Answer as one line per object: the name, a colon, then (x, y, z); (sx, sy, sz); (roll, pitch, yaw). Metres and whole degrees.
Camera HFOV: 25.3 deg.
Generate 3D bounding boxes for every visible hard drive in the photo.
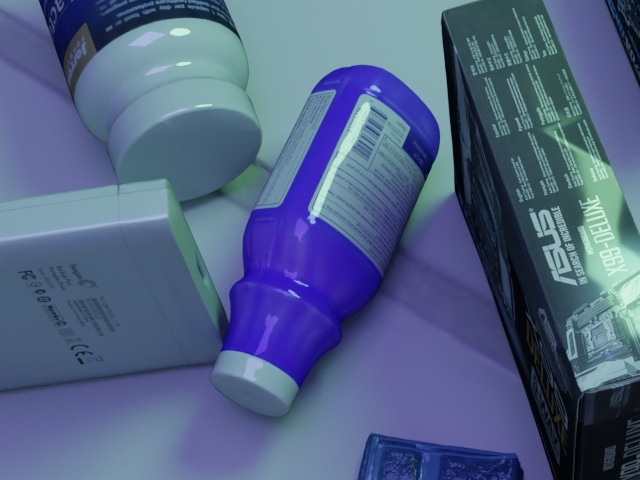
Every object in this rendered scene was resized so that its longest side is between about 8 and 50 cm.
hard drive: (-0.261, 0.051, 1.062); (0.353, 0.233, 0.047); (-8, 61, 4)

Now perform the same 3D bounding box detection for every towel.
towel: (0.087, 0.183, 1.052); (0.119, 0.029, 0.067); (8, 63, 13)

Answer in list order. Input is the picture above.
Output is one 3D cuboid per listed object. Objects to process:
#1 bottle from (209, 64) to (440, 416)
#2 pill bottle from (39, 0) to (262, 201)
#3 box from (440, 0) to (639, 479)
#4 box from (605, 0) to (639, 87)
bottle: (0.000, 0.000, 1.119); (0.092, 0.118, 0.283); (-3, 54, 46)
pill bottle: (-0.149, -0.171, 1.218); (0.153, 0.153, 0.265); (-21, 59, -4)
box: (0.167, 0.015, 1.013); (0.076, 0.242, 0.307); (-15, 60, 0)
box: (0.275, -0.211, 1.163); (0.051, 0.175, 0.220); (-14, 59, 2)
